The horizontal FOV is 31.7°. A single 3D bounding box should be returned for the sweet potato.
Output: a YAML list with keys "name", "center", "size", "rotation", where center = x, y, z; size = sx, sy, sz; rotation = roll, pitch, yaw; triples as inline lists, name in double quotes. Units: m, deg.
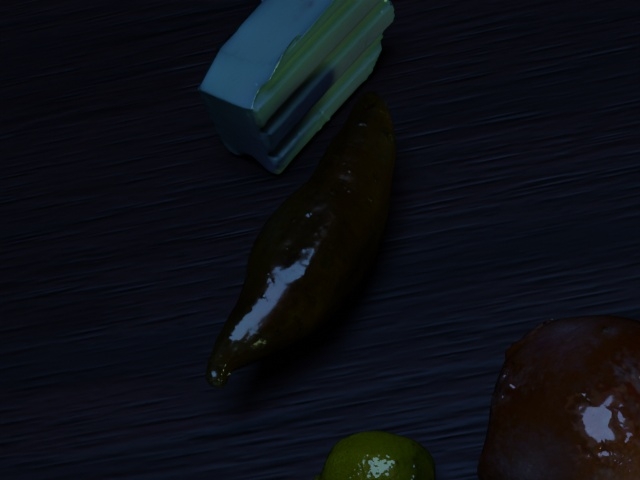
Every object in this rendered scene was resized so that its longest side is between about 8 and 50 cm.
- name: "sweet potato"
  center: [-0.001, 0.004, 1.102]
  size: [0.112, 0.112, 0.359]
  rotation: [21, 61, 27]

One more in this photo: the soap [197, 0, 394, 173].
- name: "soap"
  center: [-0.021, -0.206, 1.229]
  size: [0.091, 0.145, 0.230]
  rotation: [28, 66, 30]

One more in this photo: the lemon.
- name: "lemon"
  center: [0.045, 0.203, 0.965]
  size: [0.111, 0.082, 0.082]
  rotation: [-1, 56, 15]

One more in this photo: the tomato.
- name: "tomato"
  center: [0.225, 0.161, 0.872]
  size: [0.185, 0.208, 0.208]
  rotation: [12, 60, 20]
